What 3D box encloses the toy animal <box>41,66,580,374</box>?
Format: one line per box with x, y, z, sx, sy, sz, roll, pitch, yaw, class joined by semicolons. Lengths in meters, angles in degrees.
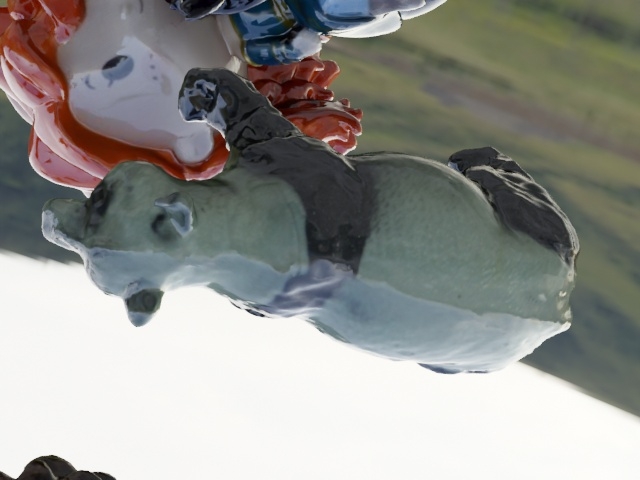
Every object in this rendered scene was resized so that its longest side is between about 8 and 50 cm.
0.000;0.000;0.685;0.225;0.093;0.121;14;-163;-30;toy animal

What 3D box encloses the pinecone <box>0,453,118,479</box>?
-0.132;0.212;0.939;0.150;0.195;0.179;-33;-130;-21;pinecone

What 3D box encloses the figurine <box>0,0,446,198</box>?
-0.057;-0.175;1.269;0.306;0.241;0.412;-18;172;-39;figurine
